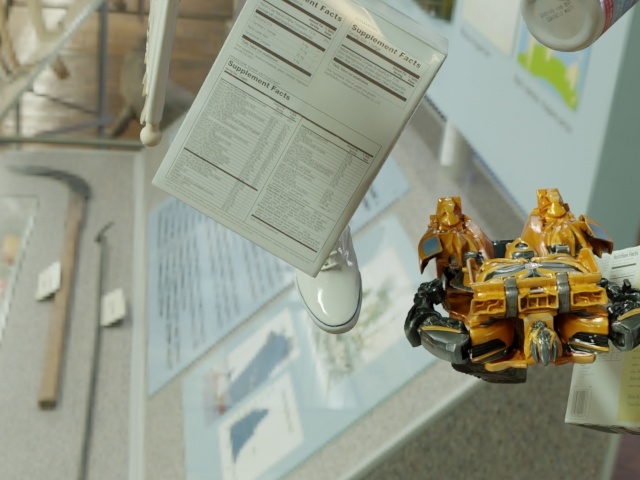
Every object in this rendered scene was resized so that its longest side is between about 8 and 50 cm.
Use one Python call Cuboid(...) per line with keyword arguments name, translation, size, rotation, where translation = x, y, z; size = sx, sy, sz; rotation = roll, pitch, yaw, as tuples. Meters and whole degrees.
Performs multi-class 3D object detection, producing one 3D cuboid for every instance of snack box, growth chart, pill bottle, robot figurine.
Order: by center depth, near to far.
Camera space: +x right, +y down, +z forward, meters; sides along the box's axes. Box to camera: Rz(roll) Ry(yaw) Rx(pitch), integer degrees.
Cuboid(name="growth chart", translation=(-0.119, -0.200, 0.862), size=(0.021, 0.172, 0.237), rotation=(6, 47, -12))
Cuboid(name="robot figurine", translation=(0.174, 0.030, 1.006), size=(0.211, 0.085, 0.291), rotation=(-6, 17, 3))
Cuboid(name="snack box", translation=(0.344, 0.092, 1.075), size=(0.060, 0.187, 0.322), rotation=(14, -10, -14))
Cuboid(name="pill bottle", translation=(0.271, -0.255, 1.115), size=(0.087, 0.087, 0.160), rotation=(21, 46, 33))

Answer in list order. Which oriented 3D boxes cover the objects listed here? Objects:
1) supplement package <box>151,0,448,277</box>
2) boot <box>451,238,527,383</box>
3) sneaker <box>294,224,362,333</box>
Cuboid(name="supplement package", translation=(-0.014, -0.140, 1.203), size=(0.198, 0.263, 0.199), rotation=(30, 15, -1))
Cuboid(name="boot", translation=(0.254, 0.096, 1.679), size=(0.094, 0.207, 0.246), rotation=(-4, -15, 22))
Cuboid(name="sneaker", translation=(0.000, 0.000, 1.563), size=(0.094, 0.258, 0.091), rotation=(-12, -22, 1))
